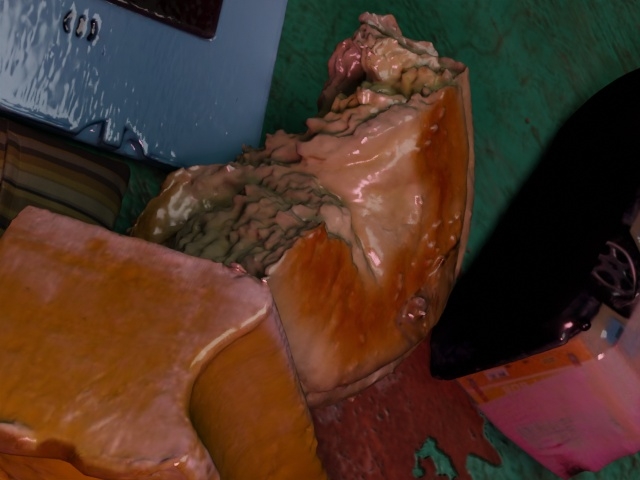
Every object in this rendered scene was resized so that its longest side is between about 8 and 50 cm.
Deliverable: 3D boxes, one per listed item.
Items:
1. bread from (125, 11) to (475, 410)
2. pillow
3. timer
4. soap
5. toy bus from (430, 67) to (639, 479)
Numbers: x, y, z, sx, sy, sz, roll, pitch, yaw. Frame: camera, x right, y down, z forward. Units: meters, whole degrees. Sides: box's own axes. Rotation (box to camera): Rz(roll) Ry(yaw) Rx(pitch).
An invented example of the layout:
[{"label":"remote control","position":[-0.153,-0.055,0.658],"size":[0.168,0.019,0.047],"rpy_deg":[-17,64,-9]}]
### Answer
[{"label":"bread","position":[0.003,0.001,1.109],"size":[0.314,0.171,0.192],"rpy_deg":[-54,132,-32]},{"label":"pillow","position":[-0.227,0.008,1.014],"size":[0.208,0.052,0.212],"rpy_deg":[20,61,-28]},{"label":"timer","position":[-0.144,-0.180,1.166],"size":[0.232,0.091,0.250],"rpy_deg":[19,72,-29]},{"label":"soap","position":[-0.158,0.142,0.980],"size":[0.304,0.339,0.169],"rpy_deg":[14,56,21]},{"label":"toy bus","position":[0.254,0.015,1.299],"size":[0.162,0.171,0.386],"rpy_deg":[52,48,-18]}]
